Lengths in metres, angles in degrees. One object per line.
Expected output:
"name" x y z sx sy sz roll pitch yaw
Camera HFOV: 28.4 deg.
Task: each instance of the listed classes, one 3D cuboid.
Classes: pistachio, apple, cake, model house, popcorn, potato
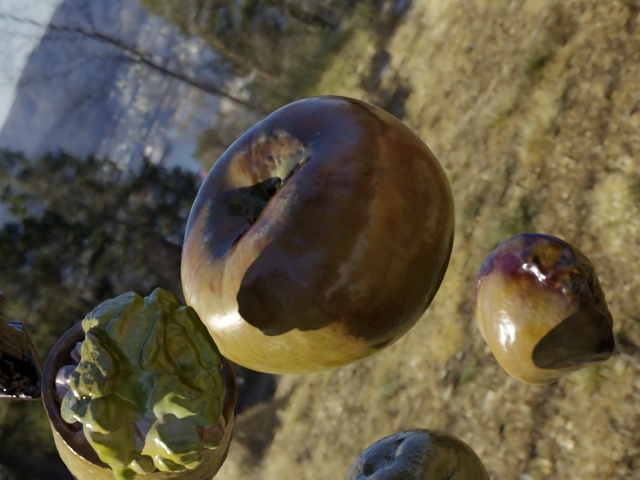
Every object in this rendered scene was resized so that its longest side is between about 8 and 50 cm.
"pistachio" 0.243 0.069 1.358 0.210 0.165 0.130 89 -154 -49
"apple" 0.000 0.000 1.120 0.261 0.194 0.260 -27 47 34
"cake" -0.173 0.150 1.236 0.207 0.185 0.178 58 160 19
"model house" -0.492 0.145 1.720 0.203 0.164 0.141 -8 71 28
"popcorn" -0.135 0.111 0.982 0.126 0.145 0.125 -22 27 2
"potato" 0.114 0.284 1.316 0.157 0.194 0.157 -29 27 16
